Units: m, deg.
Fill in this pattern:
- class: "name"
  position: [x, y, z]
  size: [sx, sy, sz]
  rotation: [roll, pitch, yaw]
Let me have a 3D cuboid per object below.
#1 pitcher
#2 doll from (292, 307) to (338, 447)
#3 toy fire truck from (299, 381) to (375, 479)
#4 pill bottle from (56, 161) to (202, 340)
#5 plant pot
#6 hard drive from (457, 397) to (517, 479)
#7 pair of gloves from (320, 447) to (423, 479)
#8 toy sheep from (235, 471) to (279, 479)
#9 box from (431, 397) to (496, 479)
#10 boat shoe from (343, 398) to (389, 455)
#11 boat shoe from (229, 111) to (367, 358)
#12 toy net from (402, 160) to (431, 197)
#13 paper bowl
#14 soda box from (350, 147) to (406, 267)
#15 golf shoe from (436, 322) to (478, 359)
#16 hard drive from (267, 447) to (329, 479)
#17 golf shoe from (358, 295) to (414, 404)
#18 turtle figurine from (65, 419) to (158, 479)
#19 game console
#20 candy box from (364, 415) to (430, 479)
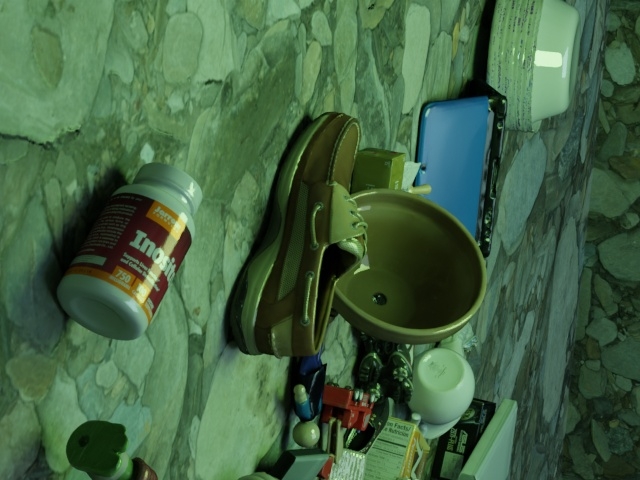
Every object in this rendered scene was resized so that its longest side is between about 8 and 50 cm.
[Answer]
- class: "pitcher"
  position: [0.194, 0.293, 2.167]
  size: [0.178, 0.125, 0.207]
  rotation: [-51, 161, -24]
- class: "doll"
  position: [-0.013, 0.186, 1.638]
  size: [0.129, 0.046, 0.189]
  rotation: [-35, 134, -79]
- class: "toy fire truck"
  position: [0.024, 0.279, 1.787]
  size: [0.192, 0.047, 0.135]
  rotation: [30, 73, -70]
- class: "pill bottle"
  position: [-0.165, 0.006, 1.087]
  size: [0.086, 0.086, 0.152]
  rotation: [74, 33, -51]
- class: "plant pot"
  position: [0.095, 0.054, 1.642]
  size: [0.237, 0.237, 0.109]
  rotation: [-61, 176, -40]
- class: "hard drive"
  position: [0.340, 0.487, 2.523]
  size: [0.307, 0.040, 0.203]
  rotation: [-43, 141, -58]
- class: "pair of gloves"
  position: [0.081, 0.439, 1.852]
  size: [0.240, 0.042, 0.204]
  rotation: [27, 71, -26]
- class: "toy sheep"
  position: [-0.087, 0.329, 1.472]
  size: [0.132, 0.091, 0.091]
  rotation: [-42, 139, -50]
- class: "box"
  position: [0.302, 0.419, 2.556]
  size: [0.147, 0.078, 0.180]
  rotation: [25, 77, -70]
- class: "boat shoe"
  position: [0.075, 0.289, 1.924]
  size: [0.042, 0.049, 0.133]
  rotation: [87, 28, -54]
- class: "boat shoe"
  position: [0.000, 0.000, 1.470]
  size: [0.122, 0.120, 0.324]
  rotation: [61, 45, -61]
- class: "toy net"
  position: [0.123, -0.050, 1.893]
  size: [0.122, 0.045, 0.232]
  rotation: [-51, 150, -12]
- class: "paper bowl"
  position: [0.401, -0.342, 2.278]
  size: [0.284, 0.148, 0.284]
  rotation: [8, 90, -75]
- class: "soda box"
  position: [0.076, -0.038, 1.741]
  size: [0.061, 0.058, 0.181]
  rotation: [-27, 125, -65]
- class: "golf shoe"
  position: [0.246, 0.189, 2.336]
  size: [0.176, 0.069, 0.086]
  rotation: [-37, 114, -65]
- class: "hard drive"
  position: [-0.042, 0.319, 1.623]
  size: [0.094, 0.022, 0.135]
  rotation: [-55, 159, 4]
- class: "golf shoe"
  position: [0.105, 0.123, 1.881]
  size: [0.120, 0.105, 0.272]
  rotation: [-77, 173, -58]
- class: "turtle figurine"
  position: [-0.134, 0.297, 1.115]
  size: [0.266, 0.198, 0.274]
  rotation: [49, 11, -44]
- class: "game console"
  position: [0.218, -0.121, 2.121]
  size: [0.250, 0.173, 0.293]
  rotation: [-114, -153, -69]
- class: "candy box"
  position: [0.089, 0.457, 1.988]
  size: [0.183, 0.088, 0.316]
  rotation: [61, 44, -66]
